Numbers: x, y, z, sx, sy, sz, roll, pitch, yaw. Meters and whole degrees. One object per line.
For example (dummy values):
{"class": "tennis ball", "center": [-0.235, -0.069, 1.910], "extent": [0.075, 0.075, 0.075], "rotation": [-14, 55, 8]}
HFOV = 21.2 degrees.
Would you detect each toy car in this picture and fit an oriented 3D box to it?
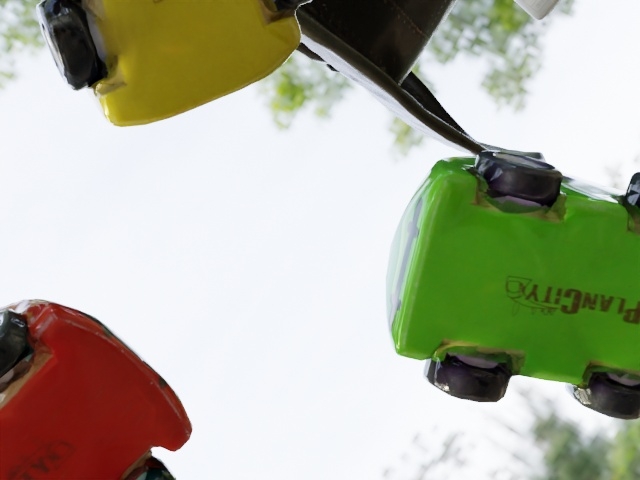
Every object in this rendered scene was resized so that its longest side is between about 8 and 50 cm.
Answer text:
{"class": "toy car", "center": [0.000, 0.000, 0.423], "extent": [0.225, 0.053, 0.239], "rotation": [10, -78, -20]}

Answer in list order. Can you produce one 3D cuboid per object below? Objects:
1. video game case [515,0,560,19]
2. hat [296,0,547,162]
{"class": "video game case", "center": [0.088, -0.204, 0.834], "extent": [0.019, 0.157, 0.143], "rotation": [-42, -6, -41]}
{"class": "hat", "center": [-0.023, -0.159, 0.656], "extent": [0.134, 0.331, 0.331], "rotation": [-57, -29, 7]}
